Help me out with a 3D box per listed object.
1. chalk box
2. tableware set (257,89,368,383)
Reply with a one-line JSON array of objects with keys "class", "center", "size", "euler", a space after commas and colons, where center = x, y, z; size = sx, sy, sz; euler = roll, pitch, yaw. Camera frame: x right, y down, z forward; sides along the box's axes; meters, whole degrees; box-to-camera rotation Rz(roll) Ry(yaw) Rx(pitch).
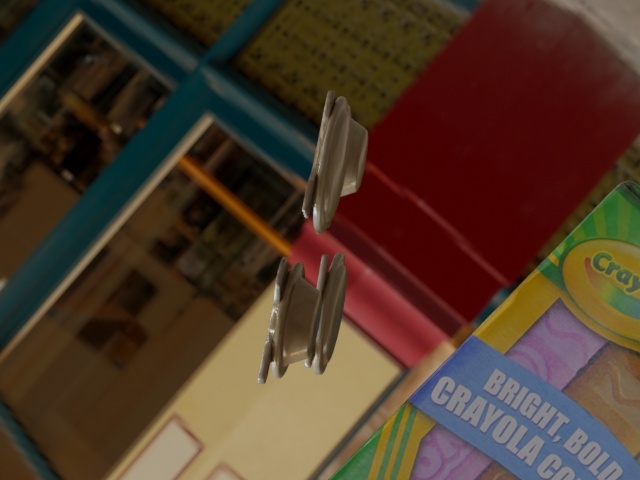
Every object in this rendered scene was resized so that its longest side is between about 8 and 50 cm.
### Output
[{"class": "chalk box", "center": [0.108, 0.072, 0.521], "size": [0.132, 0.213, 0.132], "euler": [44, 179, 15]}, {"class": "tableware set", "center": [0.000, 0.000, 0.753], "size": [0.020, 0.141, 0.169], "euler": [10, -177, 8]}]
